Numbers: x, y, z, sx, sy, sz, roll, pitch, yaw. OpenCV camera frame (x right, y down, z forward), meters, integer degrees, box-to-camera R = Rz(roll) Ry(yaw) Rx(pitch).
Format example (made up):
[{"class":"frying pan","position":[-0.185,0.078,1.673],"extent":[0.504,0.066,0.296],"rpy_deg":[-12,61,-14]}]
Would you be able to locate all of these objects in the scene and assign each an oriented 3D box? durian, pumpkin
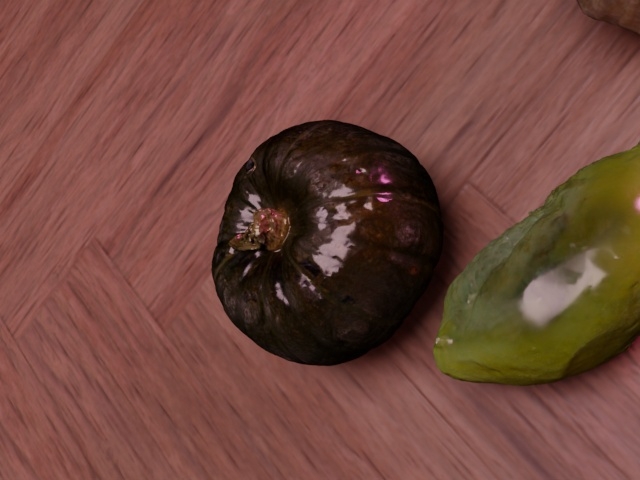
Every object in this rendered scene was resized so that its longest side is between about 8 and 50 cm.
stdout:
[{"class":"durian","position":[0.192,0.025,0.762],"extent":[0.250,0.101,0.139],"rpy_deg":[-42,58,18]},{"class":"pumpkin","position":[0.000,0.000,0.865],"extent":[0.223,0.157,0.224],"rpy_deg":[-15,67,42]}]

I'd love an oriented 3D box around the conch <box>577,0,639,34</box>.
[{"class":"conch","position":[0.288,-0.335,0.740],"extent":[0.297,0.210,0.352],"rpy_deg":[-17,70,14]}]
